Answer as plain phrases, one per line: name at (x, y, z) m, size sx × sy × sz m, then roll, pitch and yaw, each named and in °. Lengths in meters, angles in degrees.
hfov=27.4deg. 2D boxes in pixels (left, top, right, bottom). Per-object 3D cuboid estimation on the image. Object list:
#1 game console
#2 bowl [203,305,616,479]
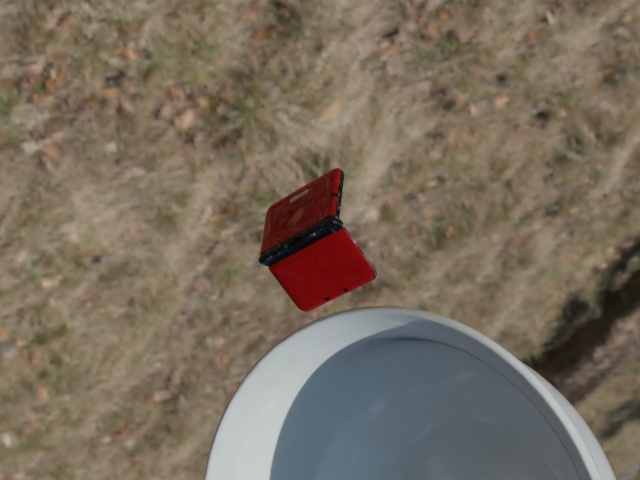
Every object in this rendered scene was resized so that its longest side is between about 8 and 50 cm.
game console at (0.000, 0.000, 1.616) m, size 0.085 × 0.124 × 0.144 m, roll 30°, pitch 141°, yaw -31°
bowl at (0.076, 0.186, 0.825) m, size 0.298 × 0.298 × 0.134 m, roll -28°, pitch 166°, yaw 32°
